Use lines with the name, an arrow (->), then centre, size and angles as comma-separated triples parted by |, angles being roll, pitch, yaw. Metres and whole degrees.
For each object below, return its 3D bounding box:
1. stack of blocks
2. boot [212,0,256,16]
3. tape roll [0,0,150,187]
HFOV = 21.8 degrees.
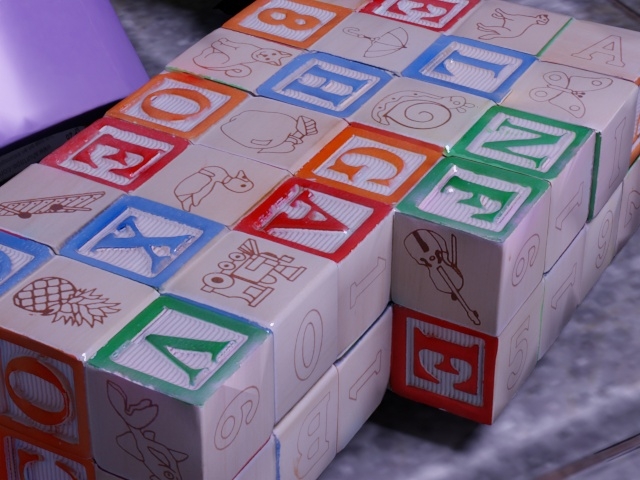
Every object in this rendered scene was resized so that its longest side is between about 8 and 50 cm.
stack of blocks -> 0.000, 0.000, 0.635 | 0.171, 0.087, 0.297 | 18, 37, 24
boot -> -0.028, -0.241, 0.932 | 0.207, 0.094, 0.246 | -34, 63, -19
tape roll -> -0.169, -0.053, 0.686 | 0.189, 0.080, 0.189 | -26, 1, 1
